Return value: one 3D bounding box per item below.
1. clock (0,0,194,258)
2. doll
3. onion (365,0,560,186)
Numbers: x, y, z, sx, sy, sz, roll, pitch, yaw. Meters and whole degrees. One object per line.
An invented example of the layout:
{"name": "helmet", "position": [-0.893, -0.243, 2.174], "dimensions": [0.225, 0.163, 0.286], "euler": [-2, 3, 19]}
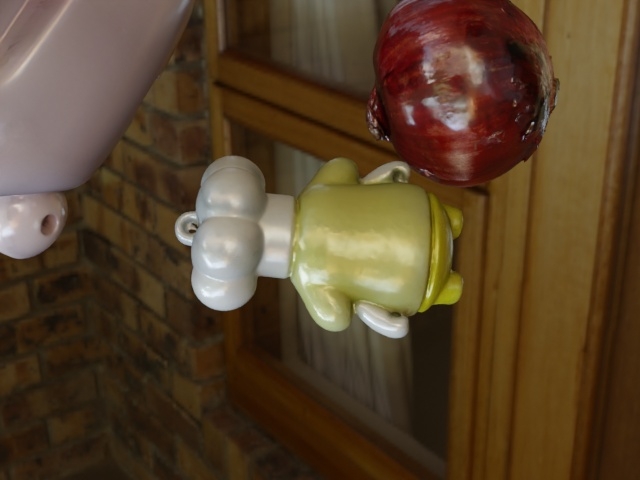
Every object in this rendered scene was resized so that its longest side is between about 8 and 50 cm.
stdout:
{"name": "clock", "position": [-0.227, -0.184, 0.589], "dimensions": [0.184, 0.326, 0.342], "euler": [14, -110, 27]}
{"name": "doll", "position": [0.000, 0.000, 0.558], "dimensions": [0.163, 0.062, 0.106], "euler": [7, -113, -8]}
{"name": "onion", "position": [0.087, -0.096, 0.626], "dimensions": [0.131, 0.131, 0.131], "euler": [-1, -156, 0]}
